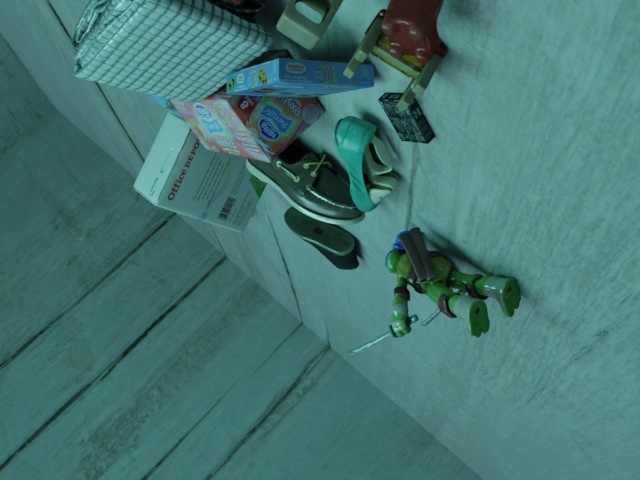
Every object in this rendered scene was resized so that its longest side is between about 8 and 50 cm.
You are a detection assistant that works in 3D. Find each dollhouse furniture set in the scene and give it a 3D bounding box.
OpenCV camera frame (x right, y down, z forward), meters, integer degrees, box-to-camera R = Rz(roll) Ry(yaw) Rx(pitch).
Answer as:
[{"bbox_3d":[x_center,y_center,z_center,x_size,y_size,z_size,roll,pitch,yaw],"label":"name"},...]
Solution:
[{"bbox_3d":[0.012,-0.340,0.790,0.374,0.152,0.201,29,165,-9],"label":"dollhouse furniture set"}]

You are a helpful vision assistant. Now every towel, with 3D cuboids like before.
[{"bbox_3d":[-0.248,-0.343,1.090,0.234,0.122,0.283,9,160,-38],"label":"towel"}]

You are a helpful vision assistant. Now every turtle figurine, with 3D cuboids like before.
[{"bbox_3d":[0.229,0.128,1.265,0.197,0.275,0.266,14,-178,-38],"label":"turtle figurine"}]

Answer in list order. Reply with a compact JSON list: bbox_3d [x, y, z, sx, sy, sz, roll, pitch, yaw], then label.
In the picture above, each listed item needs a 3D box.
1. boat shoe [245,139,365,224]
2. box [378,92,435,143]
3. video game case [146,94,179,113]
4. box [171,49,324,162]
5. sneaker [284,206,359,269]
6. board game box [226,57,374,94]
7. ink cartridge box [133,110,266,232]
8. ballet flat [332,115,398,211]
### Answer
[{"bbox_3d":[-0.034,-0.142,1.389,0.324,0.116,0.097,36,133,32],"label":"boat shoe"},{"bbox_3d":[0.132,-0.188,1.025,0.067,0.018,0.083,19,150,56],"label":"box"},{"bbox_3d":[-0.343,-0.349,1.542,0.269,0.061,0.244,35,-169,29],"label":"video game case"},{"bbox_3d":[-0.152,-0.263,1.301,0.300,0.154,0.142,21,152,56],"label":"box"},{"bbox_3d":[0.000,0.000,1.703,0.222,0.083,0.118,34,161,30],"label":"sneaker"},{"bbox_3d":[-0.038,-0.254,1.057,0.211,0.160,0.039,15,106,61],"label":"board game box"},{"bbox_3d":[-0.267,-0.156,1.573,0.117,0.202,0.278,32,-172,40],"label":"ink cartridge box"},{"bbox_3d":[0.091,-0.121,1.191,0.087,0.083,0.247,19,155,28],"label":"ballet flat"}]
